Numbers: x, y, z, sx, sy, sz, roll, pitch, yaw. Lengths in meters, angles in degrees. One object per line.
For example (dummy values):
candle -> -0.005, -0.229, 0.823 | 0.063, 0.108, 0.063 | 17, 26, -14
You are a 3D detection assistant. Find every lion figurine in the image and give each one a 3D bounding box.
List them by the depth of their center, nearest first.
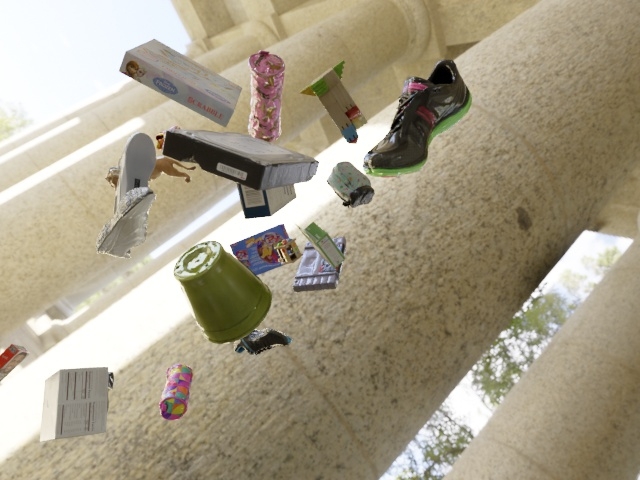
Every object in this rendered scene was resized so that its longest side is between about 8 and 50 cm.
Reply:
lion figurine -> -0.845, -0.341, 2.237 | 0.142, 0.392, 0.240 | 60, -2, 31

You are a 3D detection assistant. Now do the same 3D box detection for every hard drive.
hard drive -> -0.163, -0.193, 1.036 | 0.236, 0.339, 0.064 | 22, -74, 14

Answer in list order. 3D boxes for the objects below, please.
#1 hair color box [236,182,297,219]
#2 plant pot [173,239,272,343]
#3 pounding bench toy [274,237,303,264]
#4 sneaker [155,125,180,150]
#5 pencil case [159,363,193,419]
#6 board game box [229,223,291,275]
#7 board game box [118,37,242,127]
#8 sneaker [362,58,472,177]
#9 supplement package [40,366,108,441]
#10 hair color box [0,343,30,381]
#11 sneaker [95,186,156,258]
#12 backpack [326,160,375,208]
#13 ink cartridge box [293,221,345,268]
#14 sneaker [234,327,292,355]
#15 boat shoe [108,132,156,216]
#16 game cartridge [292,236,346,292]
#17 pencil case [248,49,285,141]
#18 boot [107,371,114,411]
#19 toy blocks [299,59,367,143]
hair color box -> -0.192, -0.203, 1.657 | 0.105, 0.347, 0.174 | -6, -75, 14
plant pot -> -0.451, 0.199, 1.971 | 0.366, 0.366, 0.353 | 25, -30, 46
pounding bench toy -> -0.107, 0.032, 1.343 | 0.083, 0.052, 0.065 | -12, -71, 43
sneaker -> -0.493, -0.338, 1.450 | 0.175, 0.067, 0.064 | -106, -143, -61
pencil case -> -0.524, 0.545, 1.629 | 0.104, 0.104, 0.236 | 59, -3, -18
board game box -> -0.339, 0.070, 2.653 | 0.078, 0.347, 0.233 | -17, 87, -77
board game box -> -0.406, -0.489, 1.372 | 0.318, 0.066, 0.318 | 25, 24, -18
sneaker -> 0.262, -0.356, 1.296 | 0.185, 0.483, 0.202 | 12, -38, 43
supplement package -> -0.807, 0.536, 1.467 | 0.262, 0.145, 0.204 | -29, -119, 45
hair color box -> -1.096, 0.430, 1.552 | 0.043, 0.141, 0.072 | 37, -17, 10
sneaker -> -0.636, -0.059, 1.514 | 0.129, 0.297, 0.111 | 28, 26, -38
backpack -> 0.114, -0.220, 1.739 | 0.182, 0.152, 0.115 | 48, -55, 23
ink cartridge box -> 0.000, 0.000, 1.627 | 0.109, 0.062, 0.209 | 41, -9, 51
sneaker -> -0.291, 0.517, 2.252 | 0.340, 0.140, 0.125 | -3, -29, 34
boat shoe -> -0.744, -0.235, 1.747 | 0.156, 0.135, 0.367 | -3, -99, 35
game cartridge -> 0.004, 0.114, 2.278 | 0.230, 0.355, 0.068 | -11, -54, 21
pencil case -> -0.237, -0.617, 1.947 | 0.167, 0.160, 0.386 | 38, -31, 16
boot -> -0.842, 0.595, 1.652 | 0.082, 0.106, 0.219 | 98, -8, -54
toy blocks -> 0.078, -0.508, 1.687 | 0.261, 0.190, 0.381 | 53, 14, -18
